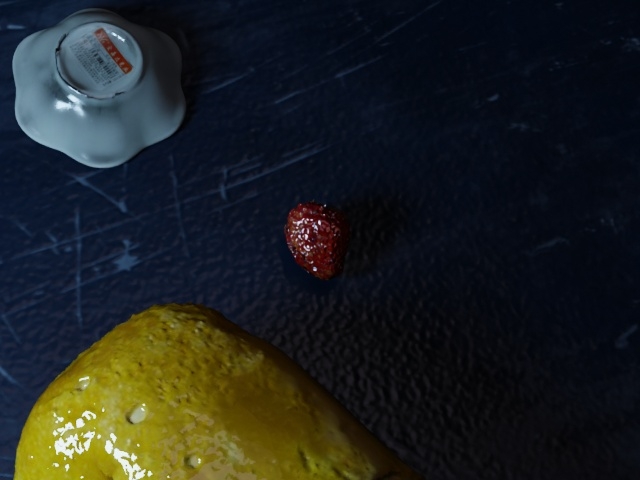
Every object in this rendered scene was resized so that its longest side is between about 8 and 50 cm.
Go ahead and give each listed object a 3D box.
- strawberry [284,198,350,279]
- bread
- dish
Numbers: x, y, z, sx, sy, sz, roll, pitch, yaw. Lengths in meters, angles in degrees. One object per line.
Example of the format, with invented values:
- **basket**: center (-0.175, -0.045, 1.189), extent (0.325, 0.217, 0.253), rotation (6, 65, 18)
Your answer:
- **strawberry**: center (0.000, 0.000, 1.807), extent (0.083, 0.083, 0.096), rotation (-17, 77, -15)
- **bread**: center (-0.122, 0.263, 1.573), extent (0.394, 0.250, 0.361), rotation (43, 66, 12)
- **dish**: center (-0.273, -0.207, 1.851), extent (0.229, 0.081, 0.229), rotation (3, 65, -7)
